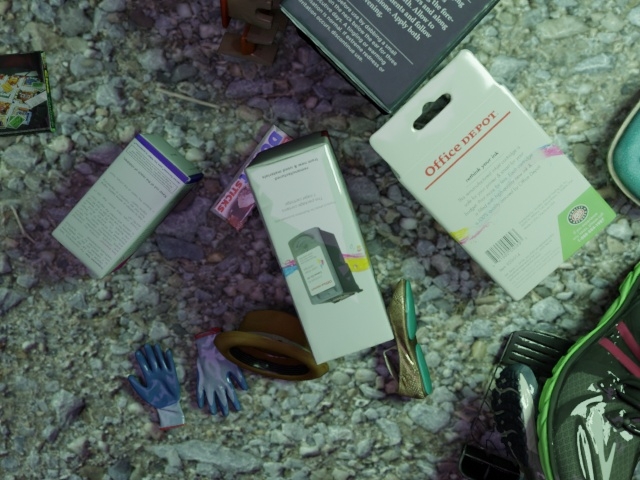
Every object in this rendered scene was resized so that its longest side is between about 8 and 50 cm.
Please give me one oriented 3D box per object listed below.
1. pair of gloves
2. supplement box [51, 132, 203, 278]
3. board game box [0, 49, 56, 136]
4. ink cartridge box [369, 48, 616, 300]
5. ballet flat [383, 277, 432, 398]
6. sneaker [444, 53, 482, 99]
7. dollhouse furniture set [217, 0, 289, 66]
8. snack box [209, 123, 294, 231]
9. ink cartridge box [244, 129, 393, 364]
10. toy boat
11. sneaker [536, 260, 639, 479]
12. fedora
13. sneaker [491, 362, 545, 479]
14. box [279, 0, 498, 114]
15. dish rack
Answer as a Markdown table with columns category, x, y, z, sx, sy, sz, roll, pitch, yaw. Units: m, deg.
| category | x | y | z | sx | sy | sz | roll | pitch | yaw |
| --- | --- | --- | --- | --- | --- | --- | --- | --- | --- |
| pair of gloves | -0.230 | 0.240 | 1.420 | 0.198 | 0.023 | 0.159 | -14 | 95 | 4 |
| supplement box | -0.310 | -0.059 | 1.339 | 0.114 | 0.111 | 0.220 | 42 | 98 | -2 |
| board game box | -0.578 | -0.235 | 1.373 | 0.259 | 0.030 | 0.136 | -4 | 100 | 4 |
| ink cartridge box | 0.250 | -0.105 | 1.259 | 0.207 | 0.119 | 0.353 | -42 | 107 | 9 |
| ballet flat | 0.133 | 0.167 | 1.368 | 0.067 | 0.073 | 0.206 | -9 | 94 | 19 |
| sneaker | 0.238 | -0.225 | 1.318 | 0.070 | 0.051 | 0.134 | -16 | 105 | 20 |
| dollhouse furniture set | -0.106 | -0.436 | 1.221 | 0.135 | 0.262 | 0.259 | 14 | 65 | 3 |
| snack box | -0.105 | -0.103 | 1.365 | 0.064 | 0.022 | 0.178 | 37 | 98 | -3 |
| ink cartridge box | 0.000 | 0.000 | 1.261 | 0.131 | 0.226 | 0.306 | -20 | 102 | 4 |
| toy boat | 0.621 | -0.124 | 1.257 | 0.318 | 0.148 | 0.267 | 38 | 98 | -2 |
| sneaker | 0.483 | 0.196 | 1.202 | 0.185 | 0.202 | 0.483 | 40 | 73 | -18 |
| fedora | -0.075 | 0.166 | 1.353 | 0.194 | 0.194 | 0.079 | 13 | 62 | 2 |
| sneaker | 0.359 | 0.319 | 1.299 | 0.122 | 0.110 | 0.283 | -18 | 97 | -13 |
| box | 0.157 | -0.390 | 1.174 | 0.212 | 0.293 | 0.395 | 44 | 98 | -3 |
| dish rack | 0.363 | 0.291 | 1.366 | 0.208 | 0.074 | 0.272 | 20 | 98 | 0 |
